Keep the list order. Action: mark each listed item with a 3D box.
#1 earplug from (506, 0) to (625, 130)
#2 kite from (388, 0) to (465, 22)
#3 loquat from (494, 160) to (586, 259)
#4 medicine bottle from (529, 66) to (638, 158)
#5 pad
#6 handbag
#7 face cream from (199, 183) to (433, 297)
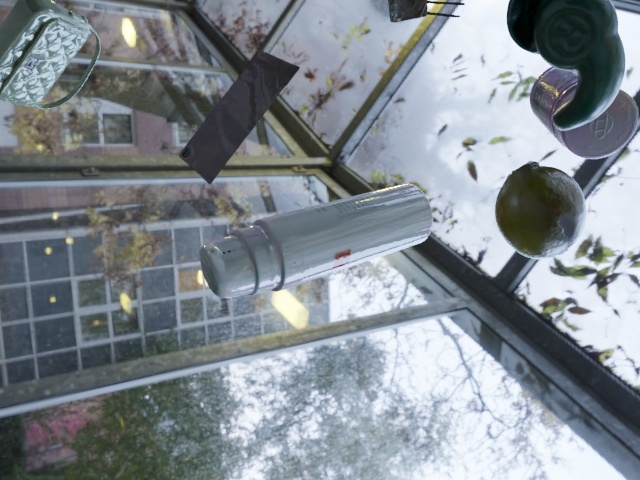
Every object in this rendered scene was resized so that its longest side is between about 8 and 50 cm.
[{"bbox_3d":[0.429,-0.366,0.933,0.163,0.257,0.281,-22,-131,38],"label":"earplug"},{"bbox_3d":[0.315,-0.707,1.611,0.016,0.229,0.127,-78,177,-63],"label":"kite"},{"bbox_3d":[0.383,-0.054,0.944,0.152,0.152,0.195,1,-48,57],"label":"loquat"},{"bbox_3d":[0.562,-0.288,1.170,0.254,0.152,0.152,-80,-176,-62],"label":"medicine bottle"},{"bbox_3d":[-0.111,-0.168,0.717,0.188,0.006,0.113,-53,-136,2],"label":"pad"},{"bbox_3d":[-0.597,-0.391,1.178,0.256,0.219,0.079,-44,-111,16],"label":"handbag"},{"bbox_3d":[0.000,0.000,0.749,0.102,0.345,0.102,36,-46,48],"label":"face cream"}]
